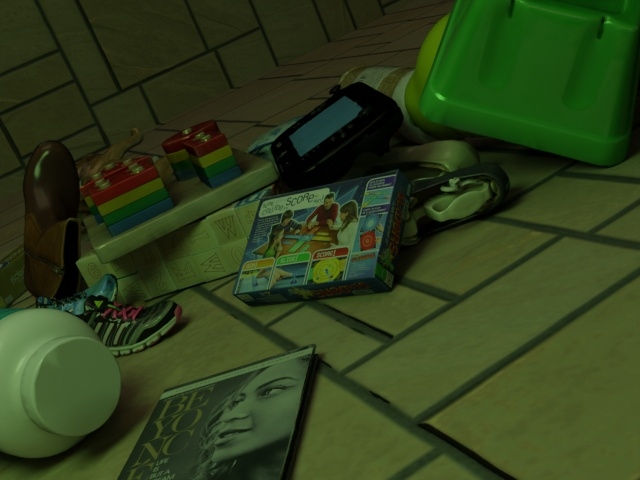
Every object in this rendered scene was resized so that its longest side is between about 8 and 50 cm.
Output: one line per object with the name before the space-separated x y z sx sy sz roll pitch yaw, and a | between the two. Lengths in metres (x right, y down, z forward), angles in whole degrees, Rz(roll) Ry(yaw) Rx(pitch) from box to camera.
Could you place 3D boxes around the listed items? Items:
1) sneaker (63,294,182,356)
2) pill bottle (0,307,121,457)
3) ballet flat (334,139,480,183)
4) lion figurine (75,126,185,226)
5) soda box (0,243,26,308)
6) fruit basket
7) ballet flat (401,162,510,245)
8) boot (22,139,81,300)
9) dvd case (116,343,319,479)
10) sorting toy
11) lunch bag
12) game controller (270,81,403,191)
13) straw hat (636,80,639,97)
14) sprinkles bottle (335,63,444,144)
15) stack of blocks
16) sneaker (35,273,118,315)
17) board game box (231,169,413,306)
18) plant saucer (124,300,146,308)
sneaker | -0.252 0.097 1.050 0.171 0.074 0.063 -18 19 16
pill bottle | -0.313 0.141 0.885 0.264 0.146 0.146 -6 25 45
ballet flat | 0.090 -0.082 1.148 0.249 0.086 0.086 -8 24 39
lion figurine | -0.366 -0.111 1.700 0.392 0.142 0.240 2 38 46
soda box | -0.551 0.061 1.557 0.061 0.058 0.181 -17 18 21
fruit basket | 0.259 -0.242 1.101 0.283 0.392 0.392 16 28 9
ballet flat | 0.118 -0.035 0.984 0.203 0.074 0.074 -19 18 7
boot | -0.410 -0.028 1.325 0.096 0.264 0.280 13 -2 -22
dvd case | -0.091 0.169 0.740 0.165 0.018 0.221 -19 18 15
sorting toy | -0.220 -0.086 1.223 0.257 0.089 0.255 -27 18 -12
lunch bag | -0.066 -0.154 1.507 0.151 0.096 0.129 -8 22 16
game controller | 0.012 -0.143 1.151 0.167 0.067 0.319 -27 16 1
straw hat | 0.428 -0.204 1.079 0.144 0.061 0.144 -44 18 18
sprinkles bottle | 0.128 -0.234 1.451 0.121 0.121 0.355 -27 18 -10
stack of blocks | -0.172 -0.008 1.232 0.297 0.087 0.171 -17 18 20
sneaker | -0.333 0.094 1.120 0.162 0.073 0.063 -40 17 -11
board game box | 0.000 0.000 0.976 0.201 0.035 0.136 -8 55 38
plant saucer | -0.263 0.107 1.134 0.083 0.015 0.083 -21 17 7
